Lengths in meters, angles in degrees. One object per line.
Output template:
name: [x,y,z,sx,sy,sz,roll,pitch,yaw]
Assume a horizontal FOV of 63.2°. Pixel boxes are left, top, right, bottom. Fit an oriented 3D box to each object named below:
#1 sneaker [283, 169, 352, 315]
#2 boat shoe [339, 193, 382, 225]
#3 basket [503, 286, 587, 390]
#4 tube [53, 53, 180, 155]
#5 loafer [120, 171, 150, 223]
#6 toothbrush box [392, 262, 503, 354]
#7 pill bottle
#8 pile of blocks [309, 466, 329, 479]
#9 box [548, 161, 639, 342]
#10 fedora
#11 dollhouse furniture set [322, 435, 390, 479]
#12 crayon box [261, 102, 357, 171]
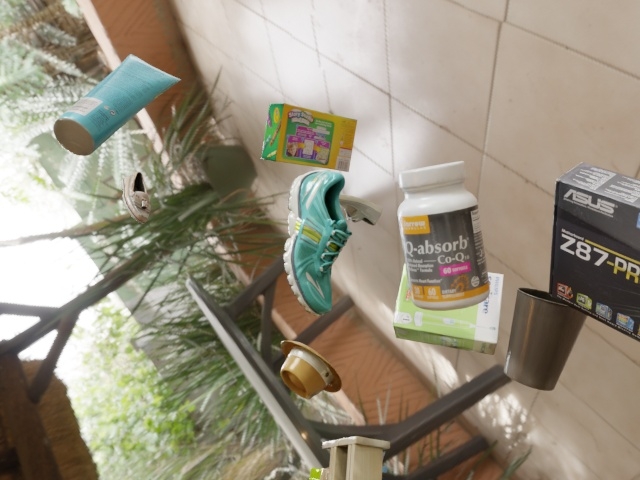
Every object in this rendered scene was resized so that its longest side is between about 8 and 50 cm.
sneaker: [0.000,0.000,0.955,0.107,0.110,0.274,16,-109,-59]
boat shoe: [0.127,-0.098,1.735,0.079,0.081,0.228,16,179,42]
basket: [0.564,0.252,1.330,0.154,0.205,0.226,31,108,64]
tube: [-0.266,-0.188,0.686,0.080,0.207,0.052,30,134,-8]
loafer: [-0.330,-0.082,0.938,0.045,0.039,0.125,42,-169,-49]
toothbrush box: [0.368,0.193,1.500,0.284,0.206,0.122,6,154,18]
pill bottle: [0.242,-0.011,1.047,0.162,0.162,0.278,-173,71,-69]
pile of blocks: [-0.030,0.521,1.005,0.362,0.113,0.148,0,-92,-65]
box: [0.630,0.058,0.969,0.395,0.097,0.318,35,147,46]
fedora: [-0.039,0.333,1.288,0.195,0.079,0.194,28,147,20]
dollhouse furniture set: [0.106,0.418,0.884,0.184,0.129,0.129,17,150,-20]
crayon box: [-0.029,-0.306,1.563,0.081,0.279,0.165,21,104,52]
